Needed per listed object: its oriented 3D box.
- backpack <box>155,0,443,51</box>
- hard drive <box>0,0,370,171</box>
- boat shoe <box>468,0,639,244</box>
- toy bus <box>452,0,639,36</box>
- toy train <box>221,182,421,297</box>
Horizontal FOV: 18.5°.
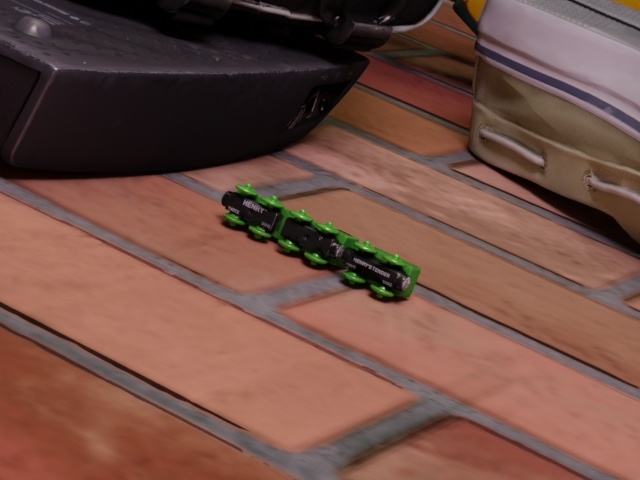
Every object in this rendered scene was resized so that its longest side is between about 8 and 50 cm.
[{"bbox_3d":[-0.027,-0.233,0.850,0.225,0.253,0.191,5,20,-40],"label":"backpack"},{"bbox_3d":[-0.104,-0.082,0.822,0.172,0.054,0.254,25,16,22],"label":"hard drive"},{"bbox_3d":[0.179,-0.037,0.911,0.109,0.094,0.302,-4,25,-33],"label":"boat shoe"},{"bbox_3d":[0.122,-0.161,1.148,0.191,0.104,0.202,51,8,26],"label":"toy bus"},{"bbox_3d":[0.000,0.000,0.732,0.083,0.017,0.024,26,7,24],"label":"toy train"}]
